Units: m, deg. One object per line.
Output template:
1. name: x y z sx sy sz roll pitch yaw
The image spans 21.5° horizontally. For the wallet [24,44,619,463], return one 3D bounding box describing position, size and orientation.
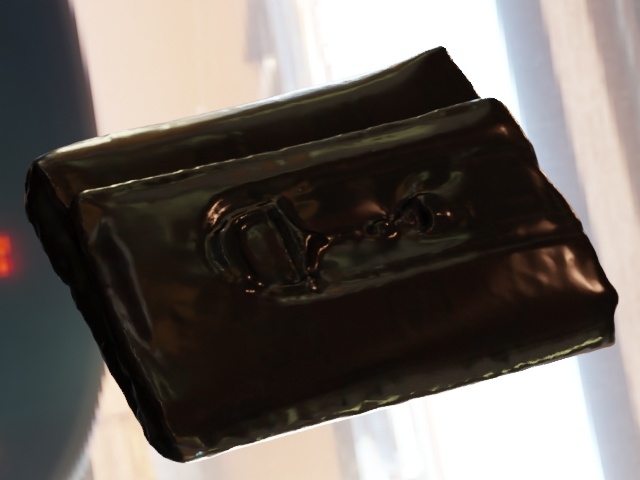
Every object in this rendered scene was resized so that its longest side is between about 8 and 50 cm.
1. wallet: 0.000 0.000 0.747 0.182 0.229 0.049 59 -28 31
